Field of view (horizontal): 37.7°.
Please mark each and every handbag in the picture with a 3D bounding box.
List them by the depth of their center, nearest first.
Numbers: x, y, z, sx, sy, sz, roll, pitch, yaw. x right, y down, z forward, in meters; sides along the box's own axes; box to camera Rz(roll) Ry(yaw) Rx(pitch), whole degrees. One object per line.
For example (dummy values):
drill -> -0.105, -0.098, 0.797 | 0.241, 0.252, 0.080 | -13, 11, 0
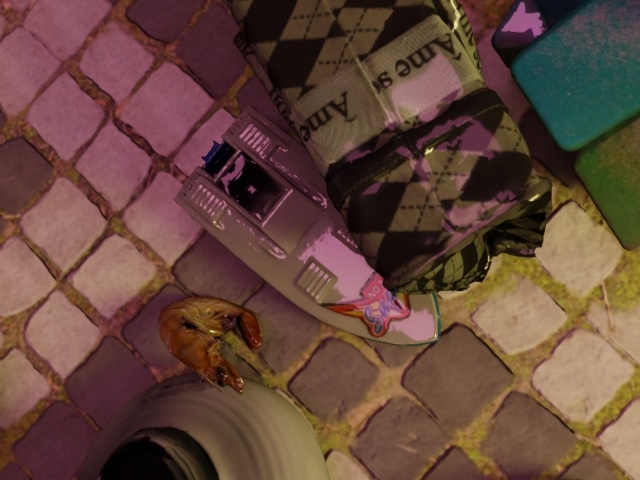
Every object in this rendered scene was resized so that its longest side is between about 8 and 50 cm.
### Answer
handbag -> 0.051, -0.149, 0.811 | 0.180, 0.317, 0.416 | -31, 73, 13

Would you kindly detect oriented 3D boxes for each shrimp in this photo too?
shrimp -> -0.095, 0.099, 0.901 | 0.162, 0.095, 0.045 | 38, 123, 48

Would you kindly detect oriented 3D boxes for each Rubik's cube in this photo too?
Rubik's cube -> 0.322, -0.185, 0.737 | 0.368, 0.358, 0.387 | 2, 94, 16

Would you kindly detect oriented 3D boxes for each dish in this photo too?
dish -> -0.139, 0.241, 0.837 | 0.273, 0.134, 0.273 | -10, 66, 25

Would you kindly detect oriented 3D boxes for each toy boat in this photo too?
toy boat -> 0.000, 0.000, 0.904 | 0.295, 0.088, 0.129 | 40, 92, 15

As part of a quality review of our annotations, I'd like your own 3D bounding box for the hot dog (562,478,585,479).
hot dog -> 0.207, 0.345, 0.794 | 0.196, 0.122, 0.272 | 16, 87, 20
